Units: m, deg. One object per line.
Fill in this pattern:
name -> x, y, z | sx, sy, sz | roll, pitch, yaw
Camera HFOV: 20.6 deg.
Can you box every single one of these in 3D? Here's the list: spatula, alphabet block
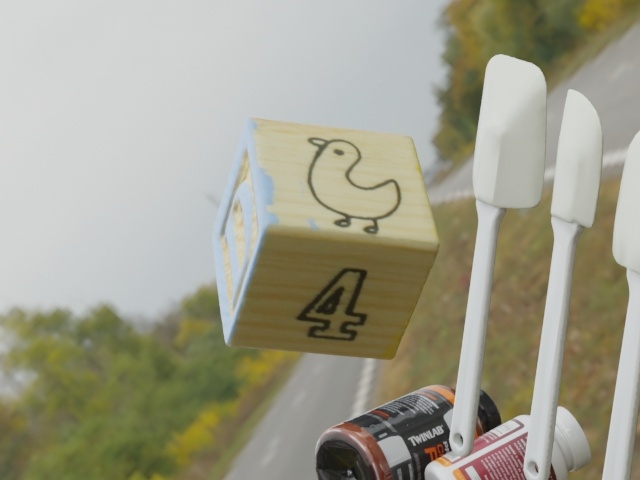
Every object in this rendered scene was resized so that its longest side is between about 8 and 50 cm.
spatula -> 0.130, 0.032, 0.961 | 0.019, 0.168, 0.242 | -11, -65, -38
alphabet block -> 0.000, 0.000, 1.949 | 0.192, 0.197, 0.193 | -101, 22, -44

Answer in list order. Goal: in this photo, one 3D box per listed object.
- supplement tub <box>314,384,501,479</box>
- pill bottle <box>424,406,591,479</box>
supplement tub -> 0.097, 0.212, 1.817 | 0.198, 0.106, 0.106 | -19, -20, -38
pill bottle -> 0.186, 0.226, 1.729 | 0.152, 0.086, 0.086 | -25, -8, -14
